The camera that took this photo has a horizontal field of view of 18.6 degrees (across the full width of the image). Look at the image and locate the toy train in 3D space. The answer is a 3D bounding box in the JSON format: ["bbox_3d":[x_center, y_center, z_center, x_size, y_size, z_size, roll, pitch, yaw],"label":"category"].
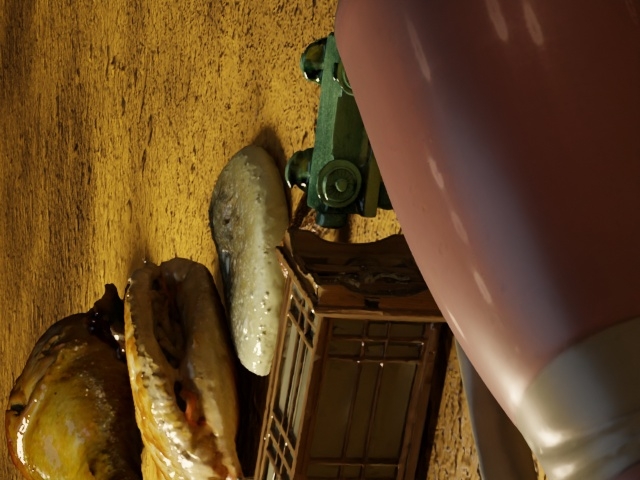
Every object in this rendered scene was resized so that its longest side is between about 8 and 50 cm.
[{"bbox_3d":[0.027,-0.067,1.111,0.050,0.081,0.122,28,116,60],"label":"toy train"}]

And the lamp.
[{"bbox_3d":[0.003,0.159,1.142,0.090,0.089,0.325,-124,39,-64],"label":"lamp"}]

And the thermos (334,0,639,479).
[{"bbox_3d":[0.101,0.010,0.754,0.176,0.146,0.265,123,141,-48],"label":"thermos"}]

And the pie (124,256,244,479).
[{"bbox_3d":[-0.104,0.114,1.508,0.179,0.084,0.205,88,169,-50],"label":"pie"}]

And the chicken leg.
[{"bbox_3d":[-0.213,0.199,1.780,0.361,0.140,0.211,-104,32,-54],"label":"chicken leg"}]

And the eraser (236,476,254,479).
[{"bbox_3d":[-0.033,0.278,1.307,0.095,0.052,0.225,-148,61,-74],"label":"eraser"}]

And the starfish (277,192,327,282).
[{"bbox_3d":[-0.005,-0.002,1.280,0.130,0.041,0.133,118,150,-53],"label":"starfish"}]

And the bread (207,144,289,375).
[{"bbox_3d":[-0.054,-0.006,1.456,0.193,0.036,0.112,-105,25,-44],"label":"bread"}]
